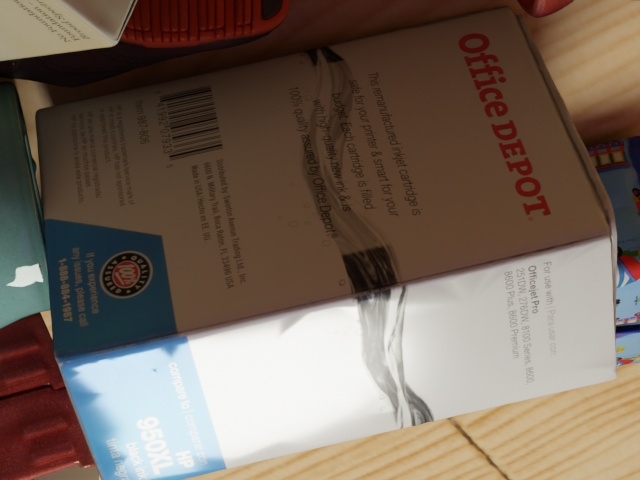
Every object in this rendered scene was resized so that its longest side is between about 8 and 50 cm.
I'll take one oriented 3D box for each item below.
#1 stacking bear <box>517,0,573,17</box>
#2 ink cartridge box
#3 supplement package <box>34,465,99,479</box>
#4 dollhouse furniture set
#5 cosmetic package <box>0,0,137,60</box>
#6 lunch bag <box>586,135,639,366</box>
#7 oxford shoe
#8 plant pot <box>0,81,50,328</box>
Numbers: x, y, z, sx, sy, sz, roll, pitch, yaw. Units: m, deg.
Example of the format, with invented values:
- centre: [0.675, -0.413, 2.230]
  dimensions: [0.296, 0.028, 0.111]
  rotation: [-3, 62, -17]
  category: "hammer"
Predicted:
- centre: [0.275, -0.255, 1.180]
  dimensions: [0.289, 0.164, 0.175]
  rotation: [-10, 138, -2]
  category: "stacking bear"
- centre: [0.000, 0.000, 1.291]
  dimensions: [0.395, 0.285, 0.166]
  rotation: [-13, 133, -1]
  category: "ink cartridge box"
- centre: [-0.287, 0.264, 1.720]
  dimensions: [0.105, 0.105, 0.179]
  rotation: [6, 137, -13]
  category: "supplement package"
- centre: [-0.409, 0.199, 1.469]
  dimensions: [0.374, 0.152, 0.201]
  rotation: [-15, 166, -27]
  category: "dollhouse furniture set"
- centre: [-0.264, -0.198, 1.100]
  dimensions: [0.309, 0.113, 0.160]
  rotation: [-3, 150, 43]
  category: "cosmetic package"
- centre: [0.199, 0.053, 1.552]
  dimensions: [0.221, 0.138, 0.293]
  rotation: [-12, 150, 5]
  category: "lunch bag"
- centre: [-0.157, -0.168, 1.280]
  dimensions: [0.271, 0.097, 0.098]
  rotation: [0, 156, 3]
  category: "oxford shoe"
- centre: [-0.341, -0.014, 1.303]
  dimensions: [0.255, 0.271, 0.271]
  rotation: [-11, 139, -7]
  category: "plant pot"
